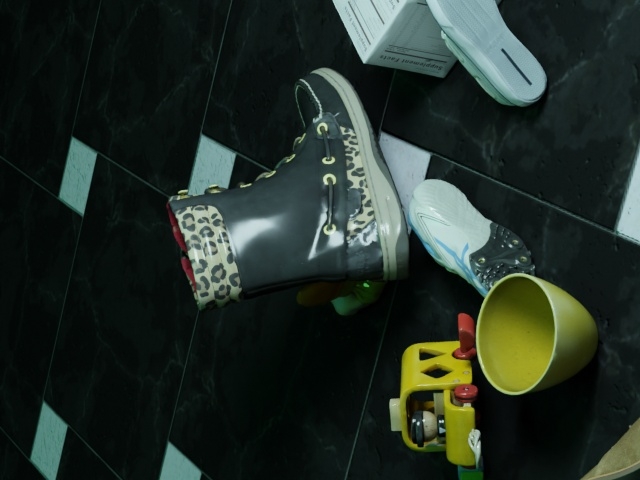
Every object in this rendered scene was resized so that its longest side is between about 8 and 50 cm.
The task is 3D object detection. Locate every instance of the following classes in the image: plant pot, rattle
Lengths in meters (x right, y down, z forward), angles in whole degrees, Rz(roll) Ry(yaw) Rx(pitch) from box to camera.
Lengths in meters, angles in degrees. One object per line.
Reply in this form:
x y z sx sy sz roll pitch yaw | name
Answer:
0.252 0.107 1.768 0.134 0.095 0.134 -13 75 54 | plant pot
0.000 0.000 2.132 0.130 0.143 0.199 130 130 -60 | rattle

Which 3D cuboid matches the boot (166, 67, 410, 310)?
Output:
-0.060 -0.067 2.074 0.138 0.284 0.377 84 168 -50 | boot

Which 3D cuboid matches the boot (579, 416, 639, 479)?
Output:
0.349 0.225 1.632 0.305 0.112 0.115 -50 16 46 | boot

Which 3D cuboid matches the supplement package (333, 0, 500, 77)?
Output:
0.142 -0.341 1.971 0.244 0.139 0.134 -53 45 36 | supplement package

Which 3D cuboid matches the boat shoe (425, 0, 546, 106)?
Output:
0.174 -0.247 1.873 0.226 0.083 0.076 56 155 -10 | boat shoe

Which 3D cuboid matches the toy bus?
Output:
0.134 0.197 1.844 0.202 0.104 0.191 73 -165 -65 | toy bus

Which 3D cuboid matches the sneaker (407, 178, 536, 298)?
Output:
0.184 0.016 1.913 0.237 0.085 0.086 51 151 44 | sneaker
